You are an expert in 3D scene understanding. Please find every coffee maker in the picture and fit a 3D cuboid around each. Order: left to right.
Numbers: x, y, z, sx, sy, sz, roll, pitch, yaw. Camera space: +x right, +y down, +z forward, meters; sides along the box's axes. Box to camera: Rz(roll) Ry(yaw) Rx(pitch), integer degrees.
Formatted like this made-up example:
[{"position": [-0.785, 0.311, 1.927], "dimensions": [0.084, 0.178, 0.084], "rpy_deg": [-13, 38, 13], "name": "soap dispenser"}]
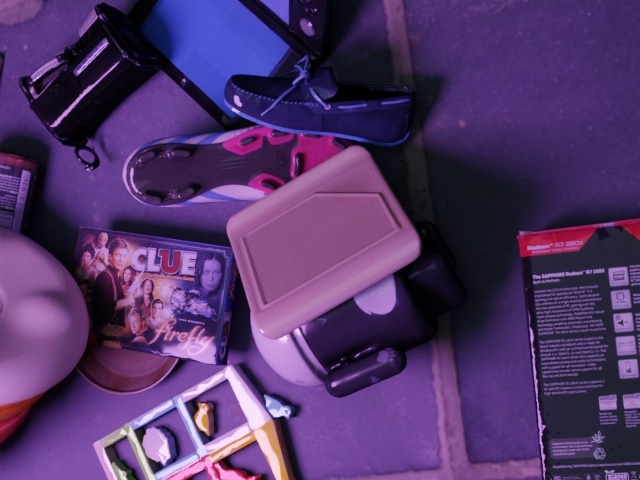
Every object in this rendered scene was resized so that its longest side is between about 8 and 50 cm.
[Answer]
[{"position": [-0.321, -0.228, 1.536], "dimensions": [0.178, 0.120, 0.171], "rpy_deg": [-38, 101, 20], "name": "coffee maker"}]

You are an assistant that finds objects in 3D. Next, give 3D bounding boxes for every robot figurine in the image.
[{"position": [0.045, 0.083, 1.366], "dimensions": [0.278, 0.209, 0.174], "rpy_deg": [-26, 95, 13], "name": "robot figurine"}]

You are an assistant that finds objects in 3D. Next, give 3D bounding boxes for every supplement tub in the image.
[{"position": [-0.492, -0.036, 1.576], "dimensions": [0.106, 0.106, 0.198], "rpy_deg": [11, 89, 18], "name": "supplement tub"}]

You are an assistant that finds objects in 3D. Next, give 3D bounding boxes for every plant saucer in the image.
[{"position": [-0.279, 0.124, 1.531], "dimensions": [0.198, 0.036, 0.199], "rpy_deg": [-1, 85, 16], "name": "plant saucer"}]

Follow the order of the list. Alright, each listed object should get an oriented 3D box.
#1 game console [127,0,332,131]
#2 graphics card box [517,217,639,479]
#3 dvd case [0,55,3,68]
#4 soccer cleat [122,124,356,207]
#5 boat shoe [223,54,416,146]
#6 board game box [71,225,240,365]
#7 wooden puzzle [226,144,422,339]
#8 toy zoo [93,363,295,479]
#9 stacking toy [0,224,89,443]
[{"position": [-0.142, -0.328, 1.465], "dimensions": [0.293, 0.250, 0.173], "rpy_deg": [43, 71, 16], "name": "game console"}, {"position": [0.379, 0.162, 1.293], "dimensions": [0.232, 0.094, 0.371], "rpy_deg": [-7, 82, 16], "name": "graphics card box"}, {"position": [-0.598, -0.193, 1.642], "dimensions": [0.164, 0.018, 0.221], "rpy_deg": [7, 74, 17], "name": "dvd case"}, {"position": [-0.108, -0.110, 1.464], "dimensions": [0.331, 0.143, 0.116], "rpy_deg": [-2, 101, -6], "name": "soccer cleat"}, {"position": [0.002, -0.198, 1.395], "dimensions": [0.109, 0.258, 0.089], "rpy_deg": [-108, 30, -47], "name": "boat shoe"}, {"position": [-0.238, 0.076, 1.481], "dimensions": [0.243, 0.042, 0.165], "rpy_deg": [7, 87, 18], "name": "board game box"}, {"position": [0.000, 0.000, 1.315], "dimensions": [0.221, 0.044, 0.239], "rpy_deg": [-31, 38, 5], "name": "wooden puzzle"}, {"position": [-0.162, 0.305, 1.482], "dimensions": [0.293, 0.030, 0.192], "rpy_deg": [-30, 77, 13], "name": "toy zoo"}, {"position": [-0.550, 0.232, 1.468], "dimensions": [0.350, 0.350, 0.480], "rpy_deg": [37, 122, 17], "name": "stacking toy"}]
